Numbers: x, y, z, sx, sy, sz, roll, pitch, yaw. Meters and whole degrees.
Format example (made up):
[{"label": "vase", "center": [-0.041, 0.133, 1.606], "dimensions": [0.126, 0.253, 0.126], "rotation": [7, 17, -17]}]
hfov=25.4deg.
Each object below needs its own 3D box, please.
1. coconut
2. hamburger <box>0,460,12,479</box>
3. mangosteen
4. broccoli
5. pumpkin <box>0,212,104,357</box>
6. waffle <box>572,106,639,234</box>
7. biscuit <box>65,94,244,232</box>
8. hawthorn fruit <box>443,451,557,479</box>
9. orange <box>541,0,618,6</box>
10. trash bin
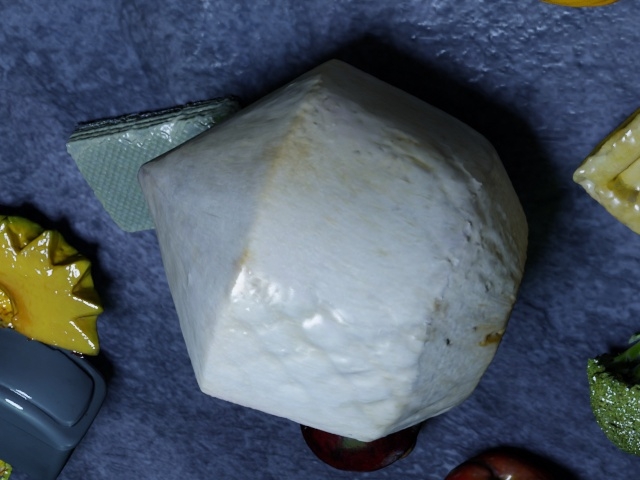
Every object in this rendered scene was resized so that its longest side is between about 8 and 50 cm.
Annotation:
[{"label": "coconut", "center": [0.000, 0.000, 1.168], "dimensions": [0.329, 0.329, 0.329], "rotation": [14, 135, 15]}, {"label": "hamburger", "center": [-0.449, 0.256, 1.782], "dimensions": [0.126, 0.081, 0.141], "rotation": [-5, 126, 31]}, {"label": "mangosteen", "center": [0.051, 0.180, 1.437], "dimensions": [0.140, 0.140, 0.140], "rotation": [14, 135, 15]}, {"label": "broccoli", "center": [0.299, 0.135, 1.270], "dimensions": [0.130, 0.131, 0.120], "rotation": [20, 99, 27]}, {"label": "pumpkin", "center": [-0.333, 0.024, 1.514], "dimensions": [0.254, 0.149, 0.130], "rotation": [14, 99, 3]}, {"label": "waffle", "center": [0.358, -0.046, 1.104], "dimensions": [0.248, 0.055, 0.221], "rotation": [36, 137, -9]}, {"label": "biscuit", "center": [-0.138, -0.068, 1.349], "dimensions": [0.199, 0.040, 0.121], "rotation": [-8, 128, 32]}, {"label": "hawthorn fruit", "center": [0.185, 0.299, 1.443], "dimensions": [0.173, 0.173, 0.173], "rotation": [14, 135, 15]}, {"label": "orange", "center": [0.166, -0.258, 0.895], "dimensions": [0.219, 0.193, 0.219], "rotation": [6, 104, 24]}, {"label": "trash bin", "center": [-0.343, 0.182, 1.619], "dimensions": [0.177, 0.101, 0.236], "rotation": [27, 151, -2]}]
